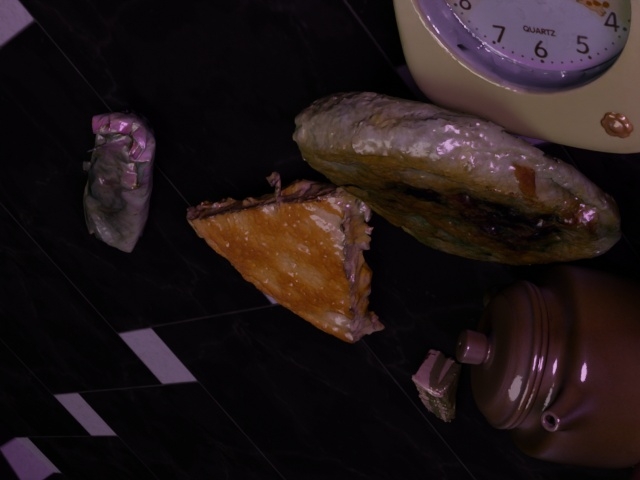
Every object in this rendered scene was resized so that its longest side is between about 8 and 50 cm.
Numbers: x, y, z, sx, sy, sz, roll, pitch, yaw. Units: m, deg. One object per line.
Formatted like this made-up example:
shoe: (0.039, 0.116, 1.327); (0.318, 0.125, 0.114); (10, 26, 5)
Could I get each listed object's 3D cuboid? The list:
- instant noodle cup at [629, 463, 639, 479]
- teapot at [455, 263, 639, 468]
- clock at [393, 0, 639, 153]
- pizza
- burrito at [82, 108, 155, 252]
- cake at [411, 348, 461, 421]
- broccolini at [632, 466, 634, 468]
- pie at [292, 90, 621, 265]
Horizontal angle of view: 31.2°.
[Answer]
instant noodle cup: (0.388, 0.239, 1.056); (0.235, 0.178, 0.234); (16, 150, 10)
teapot: (0.212, 0.106, 1.078); (0.175, 0.267, 0.185); (12, 111, -11)
clock: (0.163, -0.214, 0.851); (0.235, 0.096, 0.308); (18, 142, 34)
pizza: (0.000, 0.000, 1.322); (0.280, 0.075, 0.288); (40, 147, -7)
burrito: (-0.264, -0.076, 1.508); (0.096, 0.066, 0.309); (34, 151, 5)
cake: (0.150, 0.184, 1.431); (0.051, 0.055, 0.140); (26, 163, 21)
broccolini: (0.350, 0.251, 1.298); (0.218, 0.044, 0.042); (36, 133, -3)
pie: (0.122, -0.045, 1.040); (0.323, 0.070, 0.323); (21, 170, 4)
